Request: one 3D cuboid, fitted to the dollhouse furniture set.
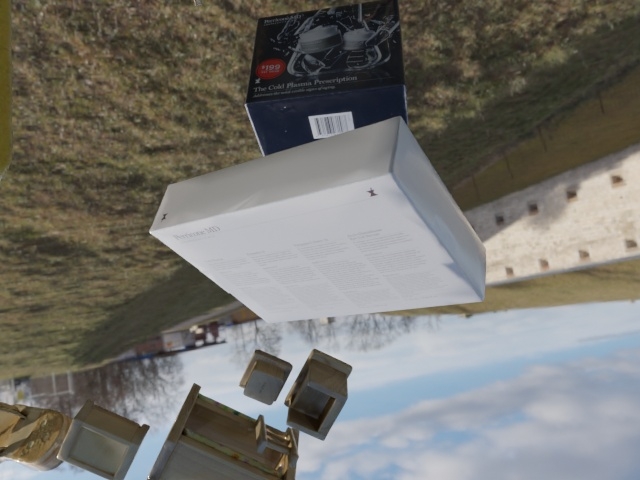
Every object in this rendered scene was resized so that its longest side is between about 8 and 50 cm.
[{"bbox_3d":[-0.090,0.130,0.493,0.182,0.160,0.101,26,-166,-6],"label":"dollhouse furniture set"}]

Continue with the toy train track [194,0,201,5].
[{"bbox_3d":[-0.211,-0.386,0.892,0.083,0.048,0.014,-22,-164,-21],"label":"toy train track"}]

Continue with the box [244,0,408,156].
[{"bbox_3d":[0.023,-0.375,1.340,0.344,0.312,0.178,-5,143,9],"label":"box"}]

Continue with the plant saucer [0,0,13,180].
[{"bbox_3d":[-0.373,-0.122,0.402,0.333,0.332,0.081,-23,153,15],"label":"plant saucer"}]

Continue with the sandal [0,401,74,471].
[{"bbox_3d":[-0.371,0.209,0.646,0.240,0.088,0.079,-13,133,33],"label":"sandal"}]

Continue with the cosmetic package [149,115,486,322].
[{"bbox_3d":[0.000,0.000,0.806,0.378,0.097,0.284,-10,144,32],"label":"cosmetic package"}]
